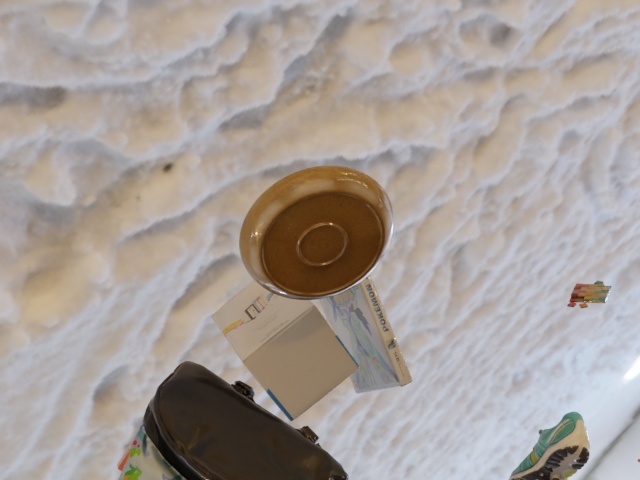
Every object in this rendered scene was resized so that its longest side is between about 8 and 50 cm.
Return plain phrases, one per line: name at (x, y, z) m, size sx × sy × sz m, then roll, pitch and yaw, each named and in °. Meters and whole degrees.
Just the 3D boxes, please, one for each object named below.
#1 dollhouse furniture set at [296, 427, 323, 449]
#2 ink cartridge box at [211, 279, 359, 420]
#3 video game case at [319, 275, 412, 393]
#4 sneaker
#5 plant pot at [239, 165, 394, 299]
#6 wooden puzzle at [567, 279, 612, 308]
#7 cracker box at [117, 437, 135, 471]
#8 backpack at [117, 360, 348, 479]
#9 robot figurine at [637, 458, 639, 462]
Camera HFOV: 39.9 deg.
dollhouse furniture set at (-0.119, 0.562, 2.039) m, size 0.198 × 0.151 × 0.301 m, roll -38°, pitch -176°, yaw -31°
ink cartridge box at (-0.073, 0.190, 1.685) m, size 0.168 × 0.233 × 0.171 m, roll -38°, pitch 116°, yaw -6°
video game case at (0.086, 0.199, 2.012) m, size 0.036 × 0.299 × 0.329 m, roll -20°, pitch 173°, yaw -19°
sneaker at (0.501, 0.468, 1.913) m, size 0.275 × 0.107 × 0.110 m, roll 119°, pitch -13°, yaw -46°
plant pot at (0.000, 0.000, 1.290) m, size 0.237 × 0.032 × 0.236 m, roll -8°, pitch 126°, yaw -11°
wooden puzzle at (0.376, 0.074, 1.229) m, size 0.083 × 0.049 × 0.006 m, roll -42°, pitch 126°, yaw -54°
cracker box at (-0.322, 0.510, 2.006) m, size 0.155 × 0.232 × 0.067 m, roll -57°, pitch -171°, yaw -13°
backpack at (-0.170, 0.399, 1.205) m, size 0.273 × 0.290 × 0.355 m, roll -42°, pitch 162°, yaw -49°
robot figurine at (0.547, 0.352, 1.212) m, size 0.128 × 0.219 × 0.158 m, roll 29°, pitch 100°, yaw -36°
